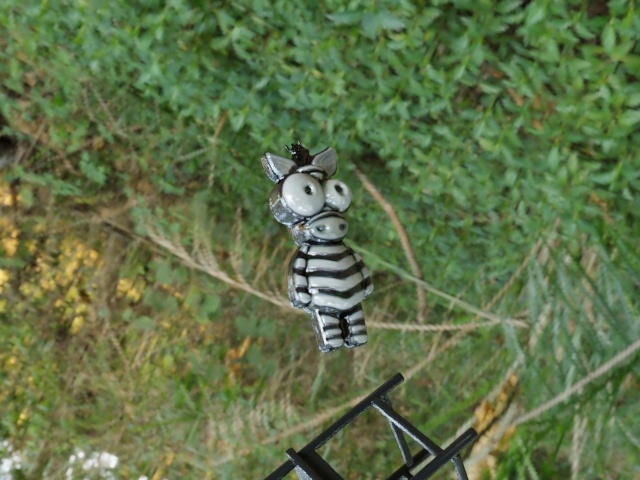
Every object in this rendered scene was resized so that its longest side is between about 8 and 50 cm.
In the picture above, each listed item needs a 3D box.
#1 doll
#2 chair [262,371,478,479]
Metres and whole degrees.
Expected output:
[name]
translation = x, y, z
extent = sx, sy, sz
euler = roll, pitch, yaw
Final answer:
[doll]
translation = 0.000, 0.000, 0.909
extent = 0.091, 0.219, 0.067
euler = -6, 164, -30
[chair]
translation = 0.030, 0.276, 0.911
extent = 0.141, 0.260, 0.154
euler = 32, 151, 49
